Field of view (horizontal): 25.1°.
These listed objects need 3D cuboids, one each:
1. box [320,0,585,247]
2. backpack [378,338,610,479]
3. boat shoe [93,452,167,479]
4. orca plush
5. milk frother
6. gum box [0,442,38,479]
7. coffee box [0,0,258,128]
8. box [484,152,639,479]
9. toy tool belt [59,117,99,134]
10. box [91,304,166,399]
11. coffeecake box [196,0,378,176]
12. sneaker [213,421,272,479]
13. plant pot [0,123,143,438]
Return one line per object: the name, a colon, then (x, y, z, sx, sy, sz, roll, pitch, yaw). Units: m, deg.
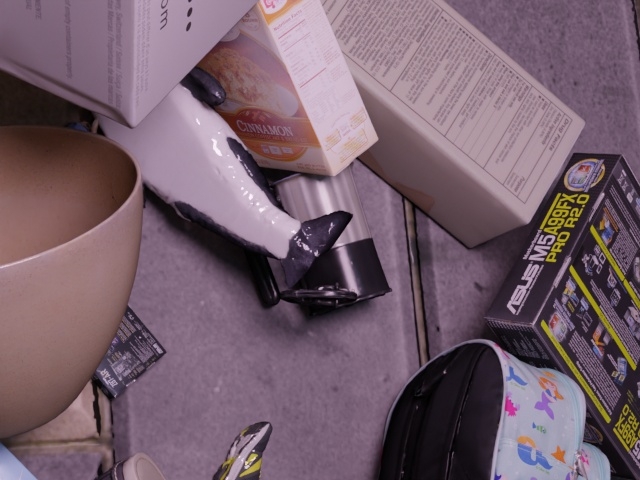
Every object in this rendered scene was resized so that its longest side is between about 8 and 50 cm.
box: (0.096, -0.147, 1.439, 0.311, 0.121, 0.148, 40, 63, -12)
backpack: (0.148, 0.226, 1.314, 0.191, 0.225, 0.253, 19, 60, -24)
boat shoe: (-0.138, 0.288, 1.265, 0.065, 0.075, 0.206, -26, 95, 14)
orca plush: (-0.090, -0.083, 1.331, 0.287, 0.151, 0.102, 28, 23, 19)
milk frother: (0.000, 0.000, 1.344, 0.129, 0.143, 0.134, -17, 87, -21)
gum box: (-0.290, 0.261, 1.197, 0.184, 0.041, 0.157, 47, 63, -9)
coffee box: (-0.193, -0.359, 1.100, 0.338, 0.337, 0.334, 24, 46, 14)
box: (0.288, 0.078, 1.446, 0.270, 0.060, 0.216, 51, 59, -36)
toy tool belt: (-0.229, -0.073, 1.305, 0.052, 0.051, 0.083, 36, 65, -13)
box: (-0.190, 0.091, 1.300, 0.067, 0.018, 0.083, -43, 97, -28)
coffeecake box: (-0.046, -0.159, 1.326, 0.068, 0.142, 0.185, -41, 121, -29)
sneaker: (-0.068, 0.205, 1.327, 0.035, 0.031, 0.083, 46, 66, -24)
plant pot: (-0.274, 0.047, 1.159, 0.284, 0.284, 0.191, -20, 121, -28)
